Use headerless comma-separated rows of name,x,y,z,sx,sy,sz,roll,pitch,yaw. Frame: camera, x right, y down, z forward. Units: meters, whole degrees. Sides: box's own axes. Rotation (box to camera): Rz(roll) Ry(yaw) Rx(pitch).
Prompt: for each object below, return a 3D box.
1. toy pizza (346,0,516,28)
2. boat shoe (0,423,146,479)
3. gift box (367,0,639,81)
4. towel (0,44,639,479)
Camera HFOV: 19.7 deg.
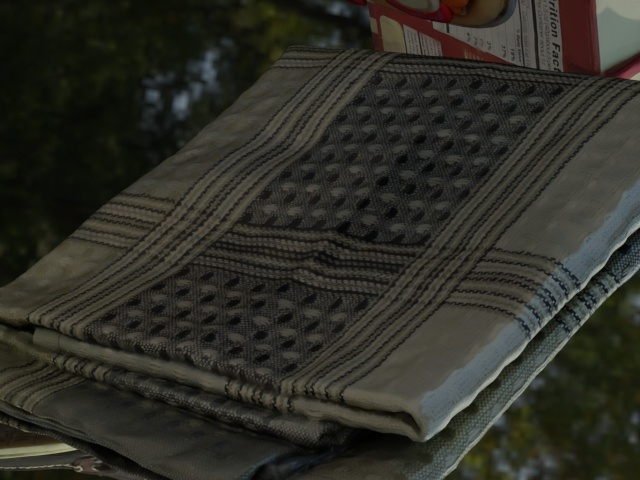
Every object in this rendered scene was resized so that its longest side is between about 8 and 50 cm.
toy pizza,0.000,-0.153,0.843,0.032,0.201,0.201,-55,-160,-9
boat shoe,-0.126,0.128,1.227,0.080,0.224,0.073,-78,151,-58
gift box,0.181,-0.180,1.170,0.276,0.258,0.255,37,-35,42
towel,0.000,0.000,0.893,0.312,0.324,0.056,14,-45,41
